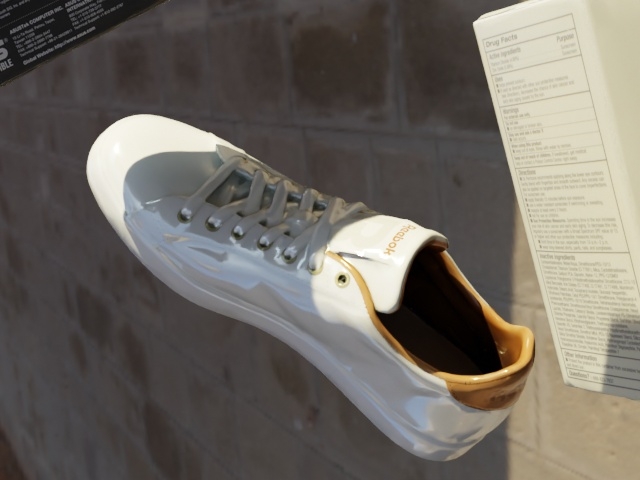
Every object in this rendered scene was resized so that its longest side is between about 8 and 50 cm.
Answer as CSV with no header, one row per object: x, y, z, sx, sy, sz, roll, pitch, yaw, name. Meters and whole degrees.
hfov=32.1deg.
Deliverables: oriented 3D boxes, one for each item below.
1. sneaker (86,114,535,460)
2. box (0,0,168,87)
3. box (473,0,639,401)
0.000,0.000,0.639,0.290,0.106,0.123,35,141,2,sneaker
-0.117,-0.234,0.533,0.076,0.307,0.242,23,140,50,box
0.237,-0.044,0.856,0.148,0.121,0.311,4,111,65,box
